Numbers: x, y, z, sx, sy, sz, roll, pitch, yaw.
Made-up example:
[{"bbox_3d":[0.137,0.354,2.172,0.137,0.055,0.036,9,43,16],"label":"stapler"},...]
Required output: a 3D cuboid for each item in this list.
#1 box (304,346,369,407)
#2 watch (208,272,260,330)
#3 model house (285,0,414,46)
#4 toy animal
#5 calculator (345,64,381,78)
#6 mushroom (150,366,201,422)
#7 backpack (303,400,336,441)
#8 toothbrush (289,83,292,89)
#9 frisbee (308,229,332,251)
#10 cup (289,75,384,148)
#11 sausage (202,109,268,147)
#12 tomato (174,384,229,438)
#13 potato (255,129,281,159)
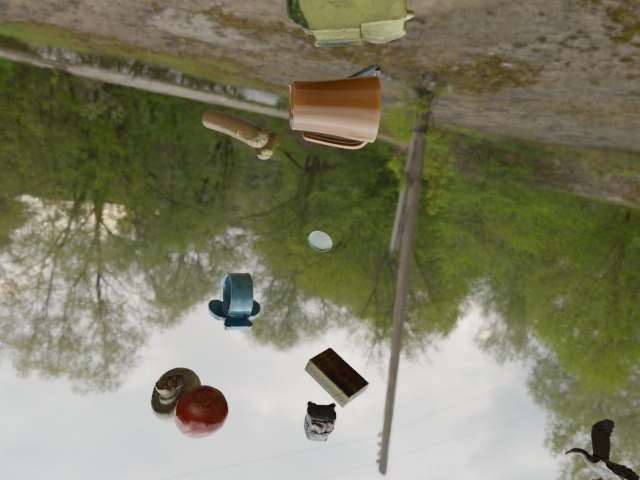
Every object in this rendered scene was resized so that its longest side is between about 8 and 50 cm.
[{"bbox_3d":[0.069,0.577,2.373,0.240,0.071,0.159,40,-147,26],"label":"box"},{"bbox_3d":[-0.319,0.225,2.163,0.210,0.194,0.211,11,-151,-6],"label":"watch"},{"bbox_3d":[0.088,-0.665,1.502,0.320,0.262,0.266,-2,-176,10],"label":"model house"},{"bbox_3d":[0.893,0.723,1.790,0.196,0.160,0.272,-9,-170,9],"label":"toy animal"},{"bbox_3d":[0.058,-0.447,1.715,0.273,0.028,0.166,-27,174,0],"label":"calculator"},{"bbox_3d":[-0.589,0.619,2.254,0.226,0.227,0.178,11,152,29],"label":"mushroom"},{"bbox_3d":[-0.003,0.681,2.074,0.119,0.165,0.106,2,-148,-5],"label":"backpack"},{"bbox_3d":[0.043,-0.518,2.027,0.353,0.024,0.029,19,157,17],"label":"toothbrush"},{"bbox_3d":[0.000,0.000,2.388,0.110,0.110,0.014,9,-142,15],"label":"frisbee"},{"bbox_3d":[0.045,-0.354,1.564,0.263,0.226,0.183,2,-130,-6],"label":"cup"},{"bbox_3d":[-0.240,-0.318,1.571,0.065,0.066,0.301,2,-160,-42],"label":"sausage"},{"bbox_3d":[-0.418,0.599,1.967,0.194,0.136,0.195,7,-150,-4],"label":"tomato"},{"bbox_3d":[-0.190,-0.349,2.016,0.091,0.070,0.138,-27,-156,30],"label":"potato"}]
